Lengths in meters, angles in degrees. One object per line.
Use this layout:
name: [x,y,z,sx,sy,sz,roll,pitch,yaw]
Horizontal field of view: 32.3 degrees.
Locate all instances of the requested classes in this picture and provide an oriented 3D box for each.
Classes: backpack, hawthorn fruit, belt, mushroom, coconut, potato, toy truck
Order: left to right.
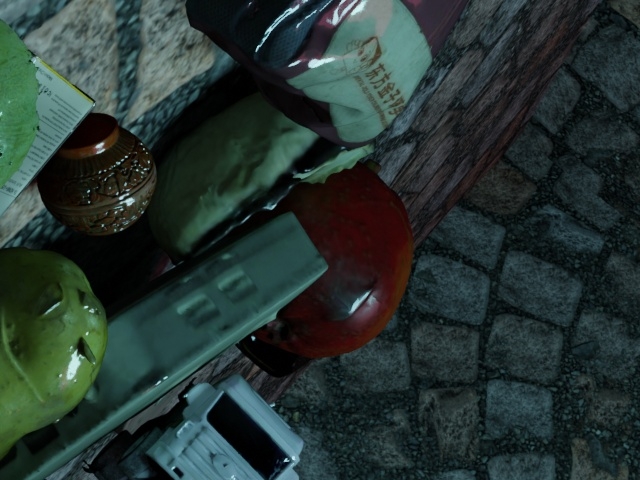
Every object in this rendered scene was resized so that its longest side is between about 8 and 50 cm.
coconut: [-0.236,-0.070,0.710,0.133,0.055,0.158,23,102,-49]
potato: [-0.280,0.110,0.909,0.248,0.143,0.169,-45,-157,9]
toy truck: [-0.144,0.251,1.261,0.178,0.176,0.363,-46,-176,-19]
mushroom: [-0.072,-0.093,1.230,0.247,0.130,0.344,-25,-175,39]
belt: [-0.042,0.086,1.758,0.164,0.184,0.289,-35,164,-31]
hawthorn fruit: [0.000,0.000,1.497,0.265,0.265,0.307,107,9,-63]
backpack: [0.039,-0.256,0.921,0.317,0.197,0.283,-56,168,1]

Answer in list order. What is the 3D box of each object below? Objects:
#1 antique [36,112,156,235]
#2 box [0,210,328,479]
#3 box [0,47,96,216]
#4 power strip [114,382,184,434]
antique: [-0.187,-0.051,0.925,0.104,0.104,0.104,-48,169,-12]
box: [-0.216,0.141,1.223,0.396,0.111,0.396,-38,177,33]
box: [-0.273,-0.033,0.813,0.247,0.033,0.129,-50,170,-3]
power strip: [-0.253,0.201,1.568,0.154,0.078,0.154,-48,168,-14]
